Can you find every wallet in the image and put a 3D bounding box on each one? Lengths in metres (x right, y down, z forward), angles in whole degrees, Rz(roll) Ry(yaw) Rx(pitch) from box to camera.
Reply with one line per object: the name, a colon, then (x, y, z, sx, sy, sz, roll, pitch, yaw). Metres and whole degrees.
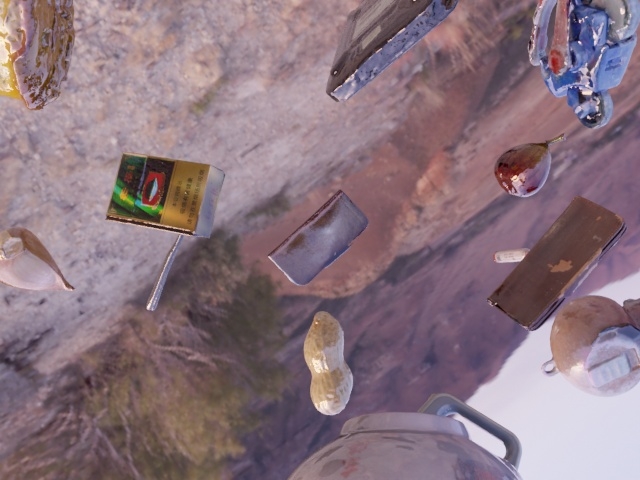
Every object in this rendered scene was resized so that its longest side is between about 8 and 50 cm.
wallet: (0.290, 0.029, 0.914, 0.176, 0.026, 0.095, -49, -149, 1)
wallet: (0.000, 0.000, 1.895, 0.255, 0.137, 0.031, -42, -160, 5)

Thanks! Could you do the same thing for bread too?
bread: (-0.590, -0.448, 1.409, 0.216, 0.397, 0.398, 2, 160, -7)

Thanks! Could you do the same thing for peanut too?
peanut: (0.014, 0.221, 1.355, 0.082, 0.186, 0.082, -11, 169, -2)

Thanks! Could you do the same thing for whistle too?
whistle: (0.550, 0.157, 1.320, 0.348, 0.189, 0.189, -25, 169, 7)

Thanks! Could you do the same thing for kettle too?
kettle: (0.214, 0.359, 1.113, 0.210, 0.243, 0.160, -46, 152, -12)

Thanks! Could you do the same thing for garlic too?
garlic: (-0.641, 0.040, 1.617, 0.128, 0.115, 0.206, -20, 147, 14)

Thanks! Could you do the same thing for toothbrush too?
toothbrush: (-0.363, 0.055, 1.753, 0.031, 0.030, 0.297, 6, 126, -32)

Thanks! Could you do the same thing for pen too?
pen: (0.359, 0.027, 1.378, 0.026, 0.026, 0.218, -36, 178, -2)

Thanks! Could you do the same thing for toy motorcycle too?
toy motorcycle: (0.538, -0.406, 1.504, 0.182, 0.241, 0.319, -1, 135, 0)

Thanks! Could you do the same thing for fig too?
fig: (0.350, -0.133, 1.232, 0.125, 0.089, 0.089, -44, 169, -5)

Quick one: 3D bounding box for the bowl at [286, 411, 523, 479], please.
bowl: (0.093, 0.281, 0.817, 0.346, 0.157, 0.345, 3, 154, 1)

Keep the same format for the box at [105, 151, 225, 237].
box: (-0.340, -0.099, 1.625, 0.071, 0.240, 0.159, 20, 81, -67)

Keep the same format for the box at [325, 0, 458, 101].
box: (0.161, -0.497, 1.654, 0.359, 0.091, 0.350, -36, -153, 38)
